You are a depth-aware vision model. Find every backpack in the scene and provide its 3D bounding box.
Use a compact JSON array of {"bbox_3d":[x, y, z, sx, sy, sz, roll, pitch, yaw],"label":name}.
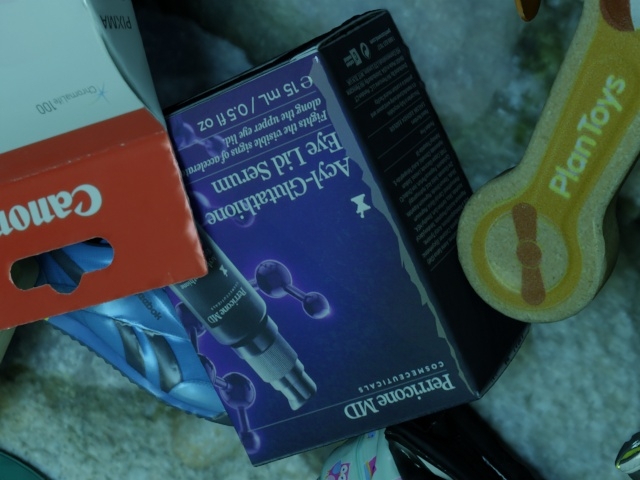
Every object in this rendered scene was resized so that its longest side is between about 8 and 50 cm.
[{"bbox_3d":[0.076,0.180,0.858,0.115,0.152,0.182,-43,77,22],"label":"backpack"}]

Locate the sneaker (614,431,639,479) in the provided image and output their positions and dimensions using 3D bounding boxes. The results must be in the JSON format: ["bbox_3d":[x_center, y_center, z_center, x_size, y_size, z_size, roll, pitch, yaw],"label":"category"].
[{"bbox_3d":[0.206,0.114,0.841,0.083,0.031,0.035,-34,107,34],"label":"sneaker"}]

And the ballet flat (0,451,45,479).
[{"bbox_3d":[-0.179,0.226,1.023,0.247,0.083,0.087,27,132,15],"label":"ballet flat"}]

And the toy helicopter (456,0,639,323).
[{"bbox_3d":[0.143,-0.116,0.721,0.235,0.140,0.355,30,121,13],"label":"toy helicopter"}]

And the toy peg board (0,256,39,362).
[{"bbox_3d":[-0.273,0.028,0.952,0.160,0.079,0.161,47,126,26],"label":"toy peg board"}]

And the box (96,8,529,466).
[{"bbox_3d":[0.000,0.000,0.841,0.153,0.108,0.207,-22,99,28],"label":"box"}]

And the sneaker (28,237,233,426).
[{"bbox_3d":[-0.099,0.038,0.922,0.209,0.069,0.082,31,115,10],"label":"sneaker"}]

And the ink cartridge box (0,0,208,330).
[{"bbox_3d":[-0.177,-0.071,0.808,0.189,0.066,0.232,-15,87,28],"label":"ink cartridge box"}]
